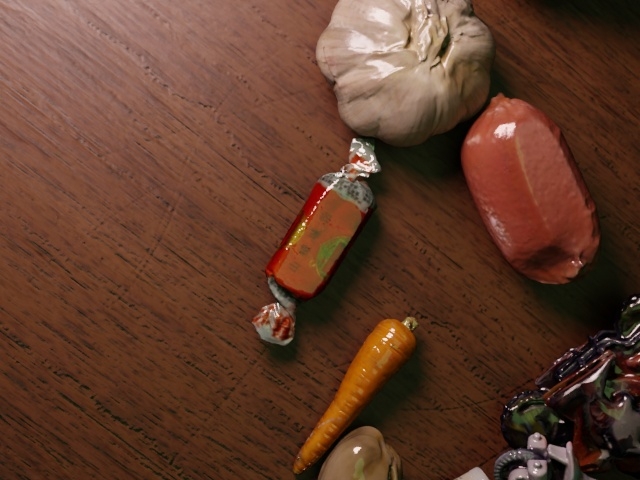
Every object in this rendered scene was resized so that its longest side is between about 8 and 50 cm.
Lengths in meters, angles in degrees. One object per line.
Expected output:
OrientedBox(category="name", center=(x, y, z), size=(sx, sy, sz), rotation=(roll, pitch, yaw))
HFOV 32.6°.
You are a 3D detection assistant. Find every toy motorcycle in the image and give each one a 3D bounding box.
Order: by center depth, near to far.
OrientedBox(category="toy motorcycle", center=(0.332, 0.353, 1.406), size=(0.171, 0.110, 0.260), rotation=(-19, 117, 19))
OrientedBox(category="toy motorcycle", center=(0.434, 0.175, 1.416), size=(0.401, 0.134, 0.207), rotation=(-44, 98, 9))

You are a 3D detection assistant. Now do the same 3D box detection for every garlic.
OrientedBox(category="garlic", center=(0.112, -0.229, 1.361), size=(0.228, 0.152, 0.227), rotation=(-2, 98, -10))

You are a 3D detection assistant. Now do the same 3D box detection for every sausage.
OrientedBox(category="sausage", center=(0.263, -0.064, 1.394), size=(0.148, 0.148, 0.254), rotation=(-22, 102, -8))

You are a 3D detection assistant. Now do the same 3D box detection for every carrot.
OrientedBox(category="carrot", center=(0.039, 0.198, 1.409), size=(0.061, 0.061, 0.256), rotation=(39, 89, -8))

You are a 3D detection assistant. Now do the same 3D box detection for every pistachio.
OrientedBox(category="pistachio", center=(0.044, 0.312, 1.390), size=(0.113, 0.113, 0.149), rotation=(35, 93, -8))

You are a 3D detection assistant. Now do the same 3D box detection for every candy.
OrientedBox(category="candy", center=(-0.001, -0.001, 1.395), size=(0.086, 0.059, 0.292), rotation=(32, 86, -5))

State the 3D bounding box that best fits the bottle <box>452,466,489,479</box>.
OrientedBox(category="bottle", center=(0.126, 0.370, 1.425), size=(0.217, 0.060, 0.060), rotation=(-27, 95, -6))
